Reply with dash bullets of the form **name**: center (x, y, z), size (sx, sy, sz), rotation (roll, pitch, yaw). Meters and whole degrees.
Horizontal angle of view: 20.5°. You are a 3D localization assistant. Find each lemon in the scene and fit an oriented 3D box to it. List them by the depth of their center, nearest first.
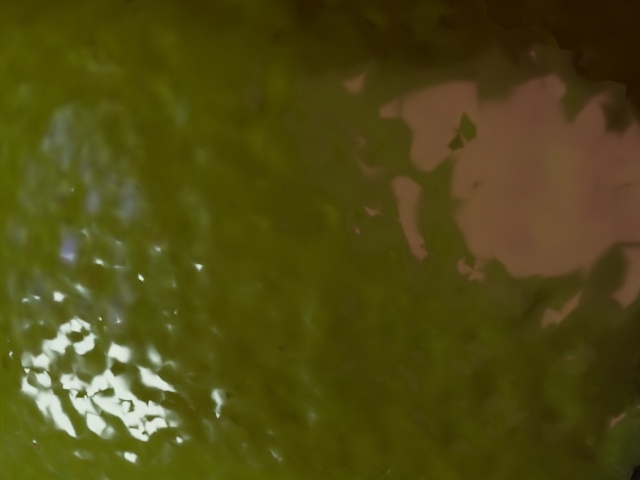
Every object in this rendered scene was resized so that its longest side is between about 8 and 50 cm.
- **lemon**: center (0.000, 0.000, 0.647), size (0.364, 0.364, 0.364), rotation (2, 68, -5)
